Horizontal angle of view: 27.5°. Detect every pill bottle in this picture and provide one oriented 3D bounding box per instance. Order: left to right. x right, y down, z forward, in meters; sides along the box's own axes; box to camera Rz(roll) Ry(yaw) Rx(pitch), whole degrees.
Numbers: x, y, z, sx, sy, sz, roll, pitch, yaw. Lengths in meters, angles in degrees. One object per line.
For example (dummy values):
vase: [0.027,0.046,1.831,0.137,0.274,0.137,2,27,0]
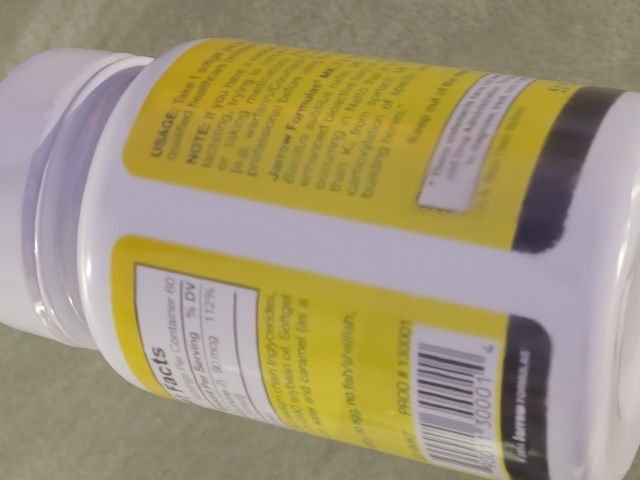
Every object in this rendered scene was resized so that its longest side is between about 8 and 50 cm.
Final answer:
pill bottle: [0.000,0.000,0.410,0.208,0.119,0.119,11,99,22]
